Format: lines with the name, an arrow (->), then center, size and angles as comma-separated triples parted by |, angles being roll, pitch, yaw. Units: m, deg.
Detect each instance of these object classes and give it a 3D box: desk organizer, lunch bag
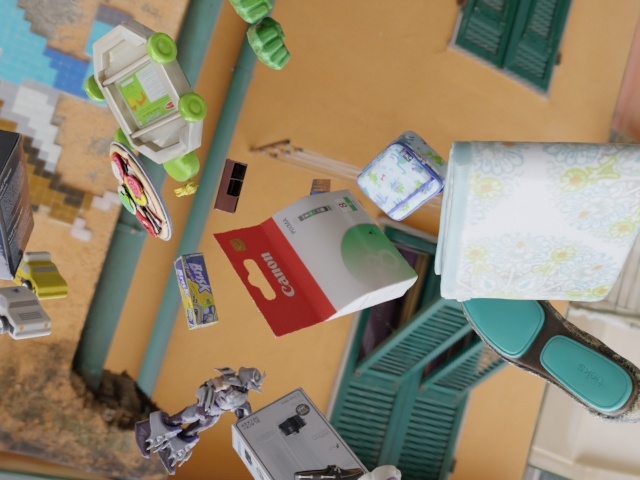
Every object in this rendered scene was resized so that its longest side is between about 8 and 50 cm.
desk organizer -> -0.222, -0.134, 1.629 | 0.050, 0.130, 0.047 | 15, -172, -1
lunch bag -> 0.210, -0.158, 1.656 | 0.176, 0.090, 0.219 | 45, 142, -6

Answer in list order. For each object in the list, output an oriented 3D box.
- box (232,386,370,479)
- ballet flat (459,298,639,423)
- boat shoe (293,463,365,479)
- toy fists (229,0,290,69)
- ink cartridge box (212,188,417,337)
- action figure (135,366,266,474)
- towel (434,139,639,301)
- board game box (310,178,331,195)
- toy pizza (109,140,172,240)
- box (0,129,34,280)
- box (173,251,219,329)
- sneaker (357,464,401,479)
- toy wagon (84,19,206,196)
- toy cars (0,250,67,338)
box -> -0.026, 0.439, 1.249 | 0.169, 0.087, 0.290 | -24, -130, -29
ballet flat -> 0.493, 0.227, 1.405 | 0.182, 0.164, 0.483 | 28, -172, -42
boat shoe -> 0.015, 0.411, 1.148 | 0.125, 0.038, 0.046 | -10, 174, -3
toy fists -> -0.166, -0.591, 1.765 | 0.142, 0.096, 0.279 | -116, 1, -57
ink cartridge box -> -0.005, 0.020, 0.891 | 0.225, 0.056, 0.181 | -12, -125, -39
action figure -> -0.221, 0.340, 1.304 | 0.185, 0.285, 0.099 | 46, -169, -49
towel -> 0.369, -0.023, 1.132 | 0.321, 0.090, 0.374 | 0, 140, 5
board game box -> 0.000, 0.000, 1.416 | 0.042, 0.243, 0.165 | 1, -166, 1
toy pizza -> -0.333, -0.084, 1.188 | 0.201, 0.032, 0.201 | 43, 152, 30
box -> -0.819, -0.094, 1.397 | 0.344, 0.178, 0.312 | 10, 142, -11
box -> -0.288, 0.116, 1.518 | 0.059, 0.168, 0.054 | -8, 167, -34
sneaker -> 0.094, 0.342, 0.823 | 0.068, 0.071, 0.170 | -27, 138, 13
toy wagon -> -0.330, -0.252, 1.312 | 0.267, 0.068, 0.344 | -10, 113, 44
toy cars -> -0.664, 0.099, 1.477 | 0.177, 0.087, 0.393 | 13, -166, -15
